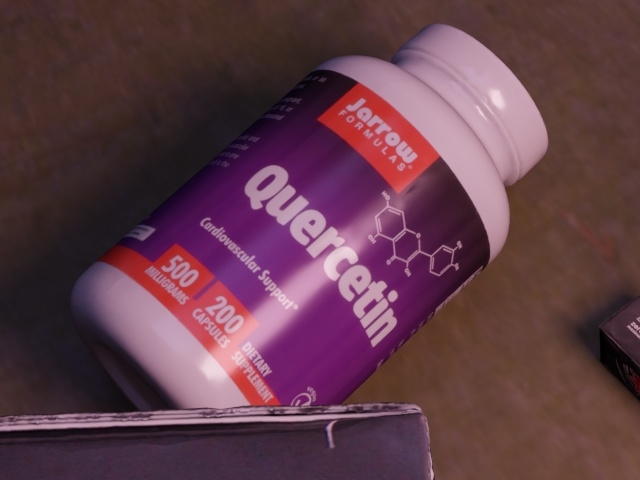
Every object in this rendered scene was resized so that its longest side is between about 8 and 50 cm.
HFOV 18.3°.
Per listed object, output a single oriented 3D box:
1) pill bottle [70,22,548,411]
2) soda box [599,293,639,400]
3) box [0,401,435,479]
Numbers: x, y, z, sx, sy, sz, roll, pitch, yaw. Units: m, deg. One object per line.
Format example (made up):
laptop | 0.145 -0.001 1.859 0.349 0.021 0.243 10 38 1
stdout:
pill bottle | 0.000 0.000 1.344 0.323 0.181 0.181 -43 63 -16
soda box | 0.261 0.107 1.318 0.060 0.053 0.169 -37 61 -13
box | -0.192 0.313 0.966 0.472 0.480 0.297 -3 59 -8
